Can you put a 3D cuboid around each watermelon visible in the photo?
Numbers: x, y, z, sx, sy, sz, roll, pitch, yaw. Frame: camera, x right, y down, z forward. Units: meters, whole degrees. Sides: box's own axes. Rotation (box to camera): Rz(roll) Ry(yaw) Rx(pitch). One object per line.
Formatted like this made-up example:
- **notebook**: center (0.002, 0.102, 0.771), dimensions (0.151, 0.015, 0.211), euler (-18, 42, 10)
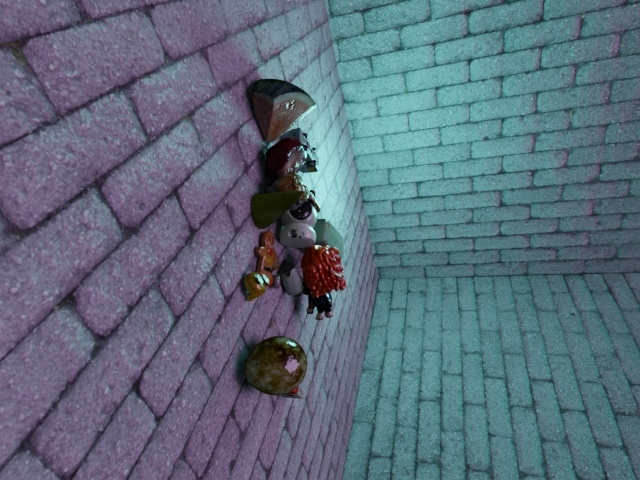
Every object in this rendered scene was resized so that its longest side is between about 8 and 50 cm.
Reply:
- **watermelon**: center (-0.174, -0.620, 1.906), dimensions (0.283, 0.250, 0.293), euler (-46, 128, -59)

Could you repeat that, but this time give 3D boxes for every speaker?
- **speaker**: center (0.000, 0.000, 2.416), dimensions (0.406, 0.184, 0.183), euler (44, 46, -64)

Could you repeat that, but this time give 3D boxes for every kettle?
- **kettle**: center (-0.147, 0.186, 2.084), dimensions (0.127, 0.098, 0.148), euler (-61, 141, -49)

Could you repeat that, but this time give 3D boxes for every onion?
- **onion**: center (-0.170, -0.389, 1.969), dimensions (0.161, 0.248, 0.248), euler (56, 12, 15)

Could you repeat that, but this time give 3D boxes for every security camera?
- **security camera**: center (-0.112, -0.095, 2.092), dimensions (0.194, 0.194, 0.236), euler (49, 41, -62)

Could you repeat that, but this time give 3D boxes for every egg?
- **egg**: center (-0.189, 0.518, 1.690), dimensions (0.289, 0.238, 0.238), euler (13, 74, -46)

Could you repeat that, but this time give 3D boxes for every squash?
- **squash**: center (-0.175, -0.123, 1.800), dimensions (0.093, 0.252, 0.169), euler (-66, 148, -51)

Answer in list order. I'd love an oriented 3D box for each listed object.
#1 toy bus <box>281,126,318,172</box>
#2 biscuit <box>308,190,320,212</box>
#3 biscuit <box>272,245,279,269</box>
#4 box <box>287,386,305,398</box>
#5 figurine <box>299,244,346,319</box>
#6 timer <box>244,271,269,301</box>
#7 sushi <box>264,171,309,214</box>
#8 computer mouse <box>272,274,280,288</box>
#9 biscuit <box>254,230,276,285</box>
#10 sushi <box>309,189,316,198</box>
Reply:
- **toy bus**: center (-0.107, -0.494, 2.263), dimensions (0.317, 0.138, 0.112), euler (49, 36, -60)
- **biscuit**: center (-0.087, -0.251, 2.168), dimensions (0.262, 0.037, 0.262), euler (49, -7, 9)
- **biscuit**: center (-0.228, 0.078, 1.976), dimensions (0.071, 0.018, 0.147), euler (-70, 152, -51)
- **box**: center (-0.147, 0.731, 1.986), dimensions (0.152, 0.100, 0.048), euler (63, 27, -51)
- **figurine**: center (-0.004, 0.227, 2.191), dimensions (0.306, 0.241, 0.412), euler (-108, -157, -45)
- **timer**: center (-0.282, 0.192, 1.717), dimensions (0.107, 0.109, 0.107), euler (52, 13, -18)
- **sushi**: center (-0.151, -0.223, 1.940), dimensions (0.139, 0.184, 0.274), euler (60, 10, 12)
- **computer mouse**: center (-0.215, 0.196, 1.954), dimensions (0.096, 0.039, 0.066), euler (-143, -124, -79)
- **biscuit**: center (-0.244, 0.077, 1.868), dimensions (0.165, 0.036, 0.250), euler (36, 57, -63)
- **sushi**: center (-0.052, -0.249, 2.513), dimensions (0.052, 0.055, 0.120), euler (-87, 175, -52)
